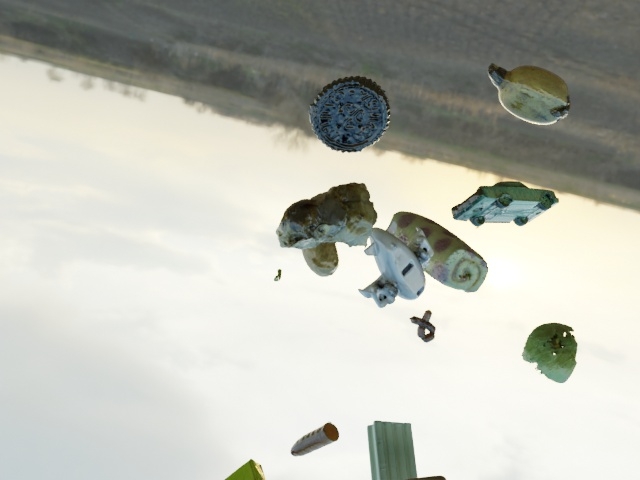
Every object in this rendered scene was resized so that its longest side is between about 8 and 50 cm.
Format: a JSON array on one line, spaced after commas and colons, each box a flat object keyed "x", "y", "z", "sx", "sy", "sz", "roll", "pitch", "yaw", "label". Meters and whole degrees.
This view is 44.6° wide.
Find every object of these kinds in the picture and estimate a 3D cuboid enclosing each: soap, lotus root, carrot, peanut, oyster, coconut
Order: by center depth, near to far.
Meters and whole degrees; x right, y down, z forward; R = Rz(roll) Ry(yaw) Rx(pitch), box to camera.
[{"x": 0.007, "y": -0.050, "z": 1.732, "sx": 0.232, "sy": 0.161, "sz": 0.107, "roll": -21, "pitch": 148, "yaw": 2, "label": "oyster"}, {"x": -0.020, "y": 0.445, "z": 1.733, "sx": 0.048, "sy": 0.048, "sz": 0.139, "roll": 5, "pitch": 149, "yaw": -46, "label": "carrot"}, {"x": 0.540, "y": 0.254, "z": 1.826, "sx": 0.133, "sy": 0.158, "sz": 0.055, "roll": -3, "pitch": 144, "yaw": 1, "label": "coconut"}, {"x": 0.000, "y": 0.000, "z": 1.992, "sx": 0.108, "sy": 0.095, "sz": 0.226, "roll": 30, "pitch": -146, "yaw": -32, "label": "peanut"}, {"x": 0.196, "y": 0.595, "z": 2.121, "sx": 0.119, "sy": 0.198, "sz": 0.066, "roll": 9, "pitch": 146, "yaw": -20, "label": "soap"}, {"x": 0.694, "y": -0.505, "z": 2.634, "sx": 0.310, "sy": 0.183, "sz": 0.183, "roll": 21, "pitch": -173, "yaw": -10, "label": "lotus root"}]

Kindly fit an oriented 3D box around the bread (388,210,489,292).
[{"x": 0.373, "y": 0.028, "z": 2.525, "sx": 0.187, "sy": 0.155, "sz": 0.338, "roll": 19, "pitch": -168, "yaw": -36, "label": "bread"}]

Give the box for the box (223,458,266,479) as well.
[{"x": -0.250, "y": 0.663, "z": 1.761, "sx": 0.047, "sy": 0.335, "sz": 0.187, "roll": 46, "pitch": -171, "yaw": -34, "label": "box"}]

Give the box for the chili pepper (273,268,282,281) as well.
[{"x": -0.117, "y": 0.096, "z": 2.130, "sx": 0.017, "sy": 0.030, "sz": 0.083, "roll": 1, "pitch": -162, "yaw": 4, "label": "chili pepper"}]

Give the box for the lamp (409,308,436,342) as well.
[{"x": 0.264, "y": 0.221, "z": 1.977, "sx": 0.063, "sy": 0.083, "sz": 0.031, "roll": -22, "pitch": -160, "yaw": -12, "label": "lamp"}]

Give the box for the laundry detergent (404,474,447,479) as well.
[{"x": 0.228, "y": 0.651, "z": 1.731, "sx": 0.171, "sy": 0.237, "sz": 0.076, "roll": 1, "pitch": 151, "yaw": -21, "label": "laundry detergent"}]

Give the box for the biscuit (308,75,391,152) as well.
[{"x": 0.069, "y": -0.286, "z": 1.781, "sx": 0.194, "sy": 0.194, "sz": 0.053, "roll": 12, "pitch": -148, "yaw": -15, "label": "biscuit"}]

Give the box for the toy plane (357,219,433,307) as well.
[{"x": 0.192, "y": 0.059, "z": 2.032, "sx": 0.244, "sy": 0.245, "sz": 0.117, "roll": 8, "pitch": -175, "yaw": -36, "label": "toy plane"}]

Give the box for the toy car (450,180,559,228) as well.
[{"x": 0.522, "y": -0.107, "z": 2.193, "sx": 0.320, "sy": 0.097, "sz": 0.141, "roll": -1, "pitch": 153, "yaw": -35, "label": "toy car"}]
